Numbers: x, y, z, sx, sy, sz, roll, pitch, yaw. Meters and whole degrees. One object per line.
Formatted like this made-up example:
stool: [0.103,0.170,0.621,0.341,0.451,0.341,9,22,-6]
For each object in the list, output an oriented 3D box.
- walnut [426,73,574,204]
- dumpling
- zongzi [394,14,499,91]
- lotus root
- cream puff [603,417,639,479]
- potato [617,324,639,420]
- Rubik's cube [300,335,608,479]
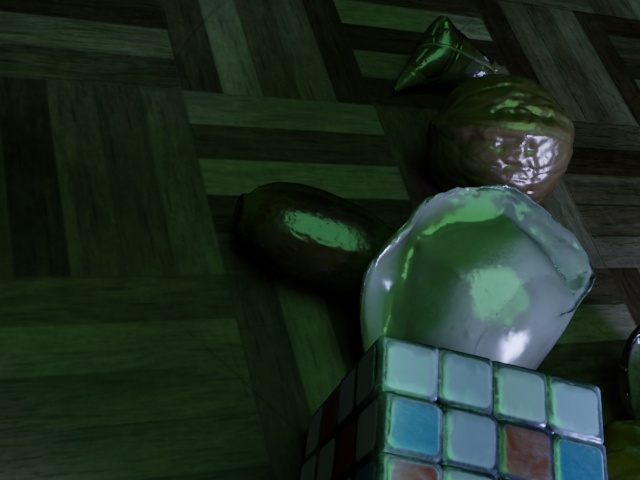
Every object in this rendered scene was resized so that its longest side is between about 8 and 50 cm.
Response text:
walnut: [0.274,-0.148,1.400,0.228,0.228,0.228,13,50,-17]
dumpling: [0.182,0.081,1.173,0.260,0.341,0.181,47,9,-3]
zongzi: [0.233,-0.276,1.589,0.189,0.081,0.178,37,68,-15]
lotus root: [0.000,0.000,1.205,0.241,0.123,0.124,23,38,-12]
cream puff: [0.454,0.353,1.102,0.323,0.269,0.274,-4,22,-30]
potato: [0.497,0.243,1.301,0.120,0.100,0.261,-36,89,-2]
Rubik's cube: [0.128,0.281,0.941,0.259,0.256,0.253,14,56,-14]
